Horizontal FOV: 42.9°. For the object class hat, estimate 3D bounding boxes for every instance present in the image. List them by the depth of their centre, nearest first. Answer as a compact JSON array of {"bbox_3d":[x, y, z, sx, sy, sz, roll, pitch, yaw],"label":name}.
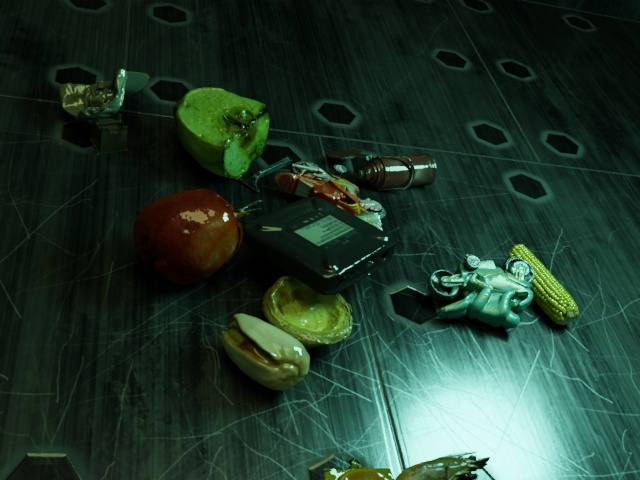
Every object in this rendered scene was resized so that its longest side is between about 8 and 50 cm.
[{"bbox_3d":[-0.576,-0.385,2.235,0.214,0.149,0.245,-9,-9,24],"label":"hat"}]

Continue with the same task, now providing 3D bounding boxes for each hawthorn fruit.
[{"bbox_3d":[-0.266,-0.025,1.832,0.299,0.211,0.211,-29,55,-12],"label":"hawthorn fruit"}]

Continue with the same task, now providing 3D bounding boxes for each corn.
[{"bbox_3d":[0.572,0.115,2.118,0.081,0.081,0.248,-10,48,-30],"label":"corn"}]

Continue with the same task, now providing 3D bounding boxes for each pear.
[{"bbox_3d":[-0.299,-0.289,2.203,0.256,0.164,0.238,23,49,14],"label":"pear"}]

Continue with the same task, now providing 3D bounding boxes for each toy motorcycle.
[{"bbox_3d":[0.413,0.136,2.027,0.297,0.109,0.198,-3,56,-15],"label":"toy motorcycle"},{"bbox_3d":[0.030,-0.123,2.181,0.298,0.089,0.171,31,41,16],"label":"toy motorcycle"}]

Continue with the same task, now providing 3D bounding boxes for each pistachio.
[{"bbox_3d":[-0.114,0.233,1.694,0.201,0.117,0.145,26,2,26],"label":"pistachio"}]

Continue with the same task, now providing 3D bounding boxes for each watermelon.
[{"bbox_3d":[0.072,-0.005,2.081,0.180,0.081,0.094,-10,61,-9],"label":"watermelon"}]

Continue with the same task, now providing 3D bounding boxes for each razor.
[{"bbox_3d":[-0.137,-0.192,2.243,0.066,0.033,0.190,34,41,18],"label":"razor"}]

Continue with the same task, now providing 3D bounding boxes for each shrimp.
[{"bbox_3d":[0.242,0.481,1.579,0.249,0.068,0.150,-25,67,-34],"label":"shrimp"}]

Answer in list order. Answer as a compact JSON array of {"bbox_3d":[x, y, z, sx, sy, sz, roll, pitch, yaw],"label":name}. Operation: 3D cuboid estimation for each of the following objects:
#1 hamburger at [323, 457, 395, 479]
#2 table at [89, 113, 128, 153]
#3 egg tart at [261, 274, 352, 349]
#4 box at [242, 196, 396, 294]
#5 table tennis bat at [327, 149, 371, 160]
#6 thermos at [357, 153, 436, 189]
[{"bbox_3d":[0.076,0.488,1.477,0.164,0.093,0.189,12,41,-10],"label":"hamburger"},{"bbox_3d":[-0.555,-0.284,2.149,0.083,0.082,0.070,-10,47,-31],"label":"table"},{"bbox_3d":[-0.032,0.167,1.814,0.213,0.090,0.212,11,40,-9],"label":"egg tart"},{"bbox_3d":[0.000,0.000,1.928,0.289,0.073,0.290,32,36,28],"label":"box"},{"bbox_3d":[0.087,-0.245,2.350,0.095,0.014,0.158,-20,21,-36],"label":"table tennis bat"},{"bbox_3d":[0.209,-0.197,2.340,0.232,0.098,0.124,-6,14,-25],"label":"thermos"}]
